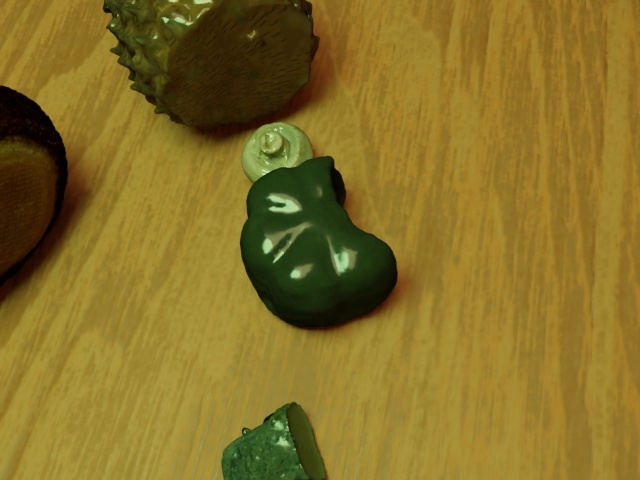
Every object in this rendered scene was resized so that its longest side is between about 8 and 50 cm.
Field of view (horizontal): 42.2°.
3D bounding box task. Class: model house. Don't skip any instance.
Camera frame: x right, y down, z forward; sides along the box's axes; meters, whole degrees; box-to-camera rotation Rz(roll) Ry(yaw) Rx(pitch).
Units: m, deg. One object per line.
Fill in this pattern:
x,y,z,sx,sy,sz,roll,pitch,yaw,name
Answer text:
-0.049,0.203,0.776,0.083,0.066,0.078,-27,71,13,model house

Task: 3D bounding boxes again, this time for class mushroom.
-0.048,-0.094,0.925,0.084,0.067,0.083,-2,69,6,mushroom

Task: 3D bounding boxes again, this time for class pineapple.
-0.165,-0.297,0.988,0.223,0.223,0.357,-29,51,-8,pineapple

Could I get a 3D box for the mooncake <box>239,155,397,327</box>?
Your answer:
0.000,0.000,0.850,0.175,0.104,0.168,28,63,17,mooncake

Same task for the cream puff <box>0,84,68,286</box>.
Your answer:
-0.379,-0.058,0.853,0.165,0.239,0.239,28,69,18,cream puff
